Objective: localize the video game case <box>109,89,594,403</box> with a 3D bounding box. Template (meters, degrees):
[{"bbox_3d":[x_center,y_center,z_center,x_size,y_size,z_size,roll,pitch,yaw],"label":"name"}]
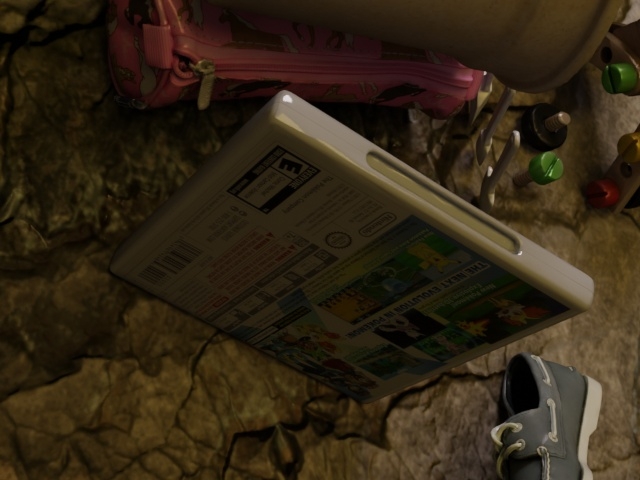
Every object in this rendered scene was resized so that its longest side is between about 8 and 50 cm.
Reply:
[{"bbox_3d":[0.010,0.029,0.923,0.300,0.329,0.036,30,56,-19],"label":"video game case"}]

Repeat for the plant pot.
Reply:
[{"bbox_3d":[0.056,-0.300,0.901,0.306,0.334,0.333,1,74,-16],"label":"plant pot"}]

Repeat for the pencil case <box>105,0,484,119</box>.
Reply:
[{"bbox_3d":[-0.017,-0.203,1.078,0.386,0.160,0.167,-3,78,-31],"label":"pencil case"}]

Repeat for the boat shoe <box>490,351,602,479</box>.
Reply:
[{"bbox_3d":[0.203,0.216,1.062,0.099,0.116,0.319,33,32,2],"label":"boat shoe"}]

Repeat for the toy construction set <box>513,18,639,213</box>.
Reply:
[{"bbox_3d":[0.424,-0.169,1.267,0.309,0.237,0.257,16,68,-25],"label":"toy construction set"}]

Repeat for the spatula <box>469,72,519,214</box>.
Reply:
[{"bbox_3d":[0.179,-0.127,1.131,0.019,0.242,0.168,2,76,1],"label":"spatula"}]
